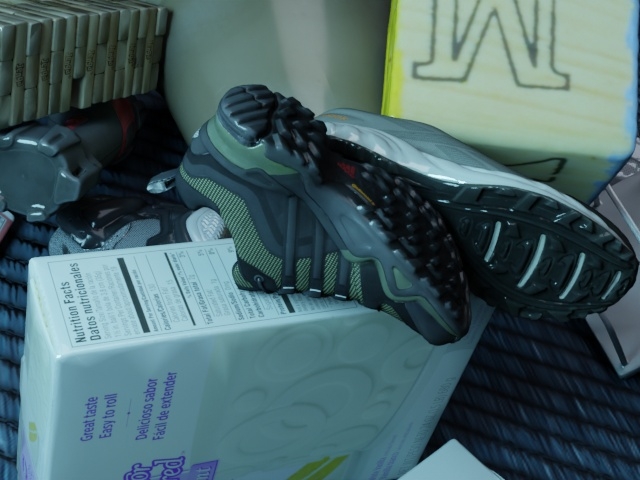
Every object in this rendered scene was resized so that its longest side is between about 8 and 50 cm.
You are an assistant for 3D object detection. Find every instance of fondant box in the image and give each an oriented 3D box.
[{"bbox_3d":[-0.055,0.110,0.789,0.330,0.238,0.096,-5,45,-24],"label":"fondant box"}]

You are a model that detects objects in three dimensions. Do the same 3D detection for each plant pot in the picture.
[{"bbox_3d":[-0.033,-0.163,1.106,0.323,0.323,0.280,-1,57,-20],"label":"plant pot"}]

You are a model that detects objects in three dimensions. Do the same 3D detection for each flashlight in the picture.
[{"bbox_3d":[-0.250,-0.097,1.000,0.103,0.103,0.304,55,13,-11],"label":"flashlight"}]

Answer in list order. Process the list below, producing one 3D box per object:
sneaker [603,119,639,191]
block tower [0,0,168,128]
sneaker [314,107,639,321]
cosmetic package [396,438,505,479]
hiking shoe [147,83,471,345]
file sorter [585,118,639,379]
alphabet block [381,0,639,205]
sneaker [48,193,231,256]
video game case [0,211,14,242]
[{"bbox_3d":[0.405,-0.014,1.178,0.366,0.137,0.210,19,36,-1],"label":"sneaker"},{"bbox_3d":[-0.257,-0.167,0.925,0.097,0.091,0.335,17,22,16],"label":"block tower"},{"bbox_3d":[0.102,-0.032,0.748,0.271,0.100,0.108,24,35,8],"label":"sneaker"},{"bbox_3d":[0.060,0.259,0.774,0.231,0.085,0.117,-23,54,-40],"label":"cosmetic package"},{"bbox_3d":[0.000,0.000,0.681,0.227,0.114,0.086,41,34,-15],"label":"hiking shoe"},{"bbox_3d":[0.367,-0.028,1.019,0.278,0.173,0.193,-29,61,8],"label":"file sorter"},{"bbox_3d":[0.155,-0.141,0.904,0.197,0.192,0.193,6,73,0],"label":"alphabet block"},{"bbox_3d":[-0.190,0.047,0.938,0.153,0.101,0.268,16,37,9],"label":"sneaker"},{"bbox_3d":[-0.399,0.007,0.885,0.204,0.025,0.285,41,33,-22],"label":"video game case"}]
